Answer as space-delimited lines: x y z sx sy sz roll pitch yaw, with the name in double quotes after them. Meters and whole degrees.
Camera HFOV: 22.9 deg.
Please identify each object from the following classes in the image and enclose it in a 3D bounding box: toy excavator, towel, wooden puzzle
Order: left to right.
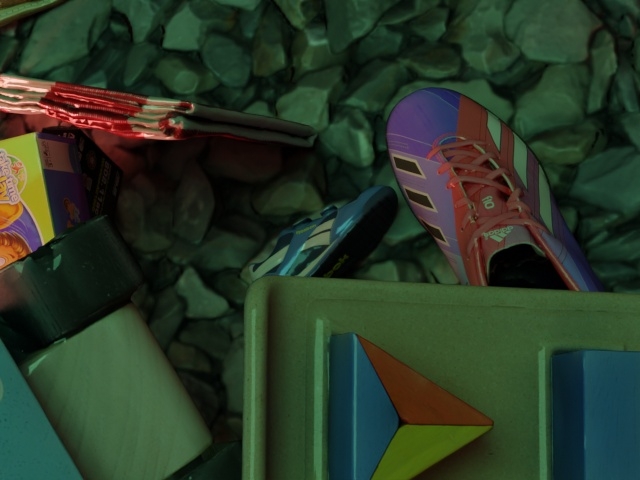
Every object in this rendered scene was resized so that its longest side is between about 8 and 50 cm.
-0.259 0.184 0.943 0.445 0.433 0.222 -32 94 -18 "toy excavator"
-0.197 -0.110 1.310 0.329 0.237 0.037 10 94 24 "towel"
0.117 0.186 0.995 0.348 0.080 0.322 4 80 -23 "wooden puzzle"

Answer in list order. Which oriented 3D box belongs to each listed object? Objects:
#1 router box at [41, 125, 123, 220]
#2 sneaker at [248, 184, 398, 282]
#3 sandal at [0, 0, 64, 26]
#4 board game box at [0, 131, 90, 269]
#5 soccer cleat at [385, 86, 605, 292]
-0.214 -0.024 1.352 0.038 0.092 0.122 2 70 19 "router box"
0.000 0.000 1.286 0.144 0.053 0.059 -42 58 -2 "sneaker"
-0.297 -0.258 1.490 0.240 0.079 0.088 -33 61 4 "sandal"
-0.283 0.108 1.261 0.233 0.078 0.347 -13 86 15 "board game box"
0.136 -0.009 1.201 0.109 0.116 0.318 -30 61 6 "soccer cleat"
